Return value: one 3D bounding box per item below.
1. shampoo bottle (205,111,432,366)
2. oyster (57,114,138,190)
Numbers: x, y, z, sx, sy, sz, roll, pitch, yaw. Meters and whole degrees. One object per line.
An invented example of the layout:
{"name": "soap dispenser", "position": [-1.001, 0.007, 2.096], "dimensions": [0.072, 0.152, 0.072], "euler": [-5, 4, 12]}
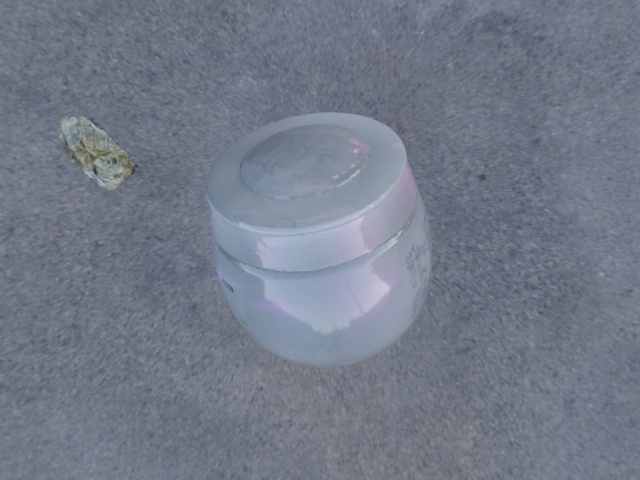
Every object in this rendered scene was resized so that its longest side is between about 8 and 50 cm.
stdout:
{"name": "shampoo bottle", "position": [0.000, 0.000, 0.692], "dimensions": [0.273, 0.273, 0.266], "euler": [-13, 130, 2]}
{"name": "oyster", "position": [-0.407, -0.146, 0.980], "dimensions": [0.209, 0.133, 0.072], "euler": [32, 53, 14]}
